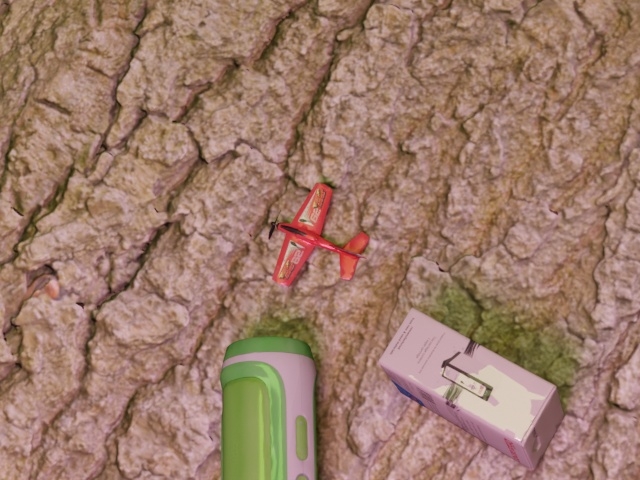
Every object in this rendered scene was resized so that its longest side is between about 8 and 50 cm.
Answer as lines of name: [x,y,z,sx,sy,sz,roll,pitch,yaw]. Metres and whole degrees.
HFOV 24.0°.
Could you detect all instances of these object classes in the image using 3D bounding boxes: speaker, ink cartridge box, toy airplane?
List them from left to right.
speaker: [-0.063,0.276,1.879,0.131,0.131,0.296,-6,70,13]
toy airplane: [0.000,0.000,2.013,0.151,0.028,0.151,-5,71,14]
ink cartridge box: [0.187,0.181,1.832,0.203,0.148,0.086,28,78,21]
